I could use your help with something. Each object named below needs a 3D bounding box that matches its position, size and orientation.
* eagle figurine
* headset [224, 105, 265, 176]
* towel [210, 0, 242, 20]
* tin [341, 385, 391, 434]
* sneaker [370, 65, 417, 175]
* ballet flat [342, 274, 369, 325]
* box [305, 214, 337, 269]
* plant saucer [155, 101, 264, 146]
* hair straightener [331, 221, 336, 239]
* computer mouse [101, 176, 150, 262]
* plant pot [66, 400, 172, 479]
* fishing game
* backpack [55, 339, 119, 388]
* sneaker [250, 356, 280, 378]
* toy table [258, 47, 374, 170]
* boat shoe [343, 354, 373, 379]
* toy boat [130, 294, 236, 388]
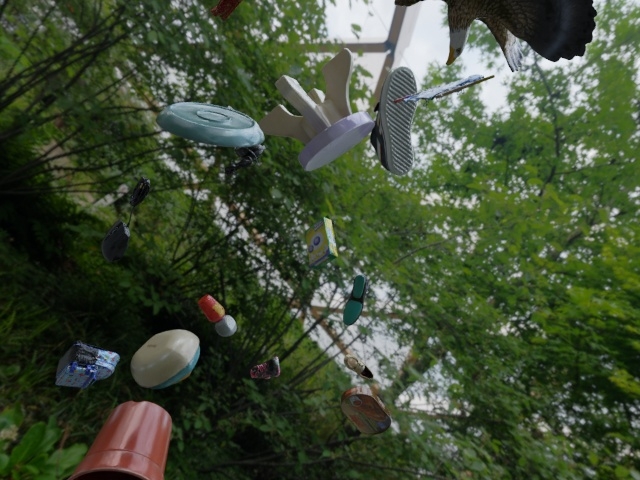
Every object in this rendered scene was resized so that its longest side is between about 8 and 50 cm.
[{"bbox_3d":[0.288,-0.413,0.739,0.299,0.226,0.225,8,-28,-6],"label":"eagle figurine"},{"bbox_3d":[-0.370,-0.433,1.890,0.243,0.185,0.394,53,8,-44],"label":"headset"},{"bbox_3d":[-0.087,-0.510,0.736,0.031,0.274,0.199,37,0,-28],"label":"towel"},{"bbox_3d":[0.131,0.496,1.236,0.189,0.106,0.040,56,11,-26],"label":"tin"},{"bbox_3d":[0.217,-0.370,1.319,0.127,0.126,0.320,-138,-139,-57],"label":"sneaker"},{"bbox_3d":[0.142,0.231,1.628,0.074,0.203,0.074,17,-10,3],"label":"ballet flat"},{"bbox_3d":[0.000,0.000,1.484,0.043,0.105,0.179,24,44,-36],"label":"box"},{"bbox_3d":[-0.322,-0.355,1.270,0.318,0.318,0.043,40,-54,38],"label":"plant saucer"},{"bbox_3d":[0.030,0.012,1.860,0.089,0.047,0.230,37,-52,15],"label":"hair straightener"},{"bbox_3d":[-0.453,-0.046,0.974,0.041,0.242,0.071,12,29,-43],"label":"computer mouse"},{"bbox_3d":[-0.575,0.649,1.269,0.272,0.273,0.265,56,11,-25],"label":"plant pot"},{"bbox_3d":[0.290,-0.348,1.003,0.264,0.189,0.041,-137,-154,-70],"label":"fishing game"},{"bbox_3d":[-0.805,0.443,1.483,0.173,0.158,0.116,27,36,-37],"label":"backpack"},{"bbox_3d":[-0.142,0.326,1.071,0.119,0.057,0.047,-47,-135,49],"label":"sneaker"},{"bbox_3d":[0.002,-0.266,0.916,0.160,0.252,0.274,55,9,0],"label":"toy table"},{"bbox_3d":[0.136,0.441,1.477,0.135,0.050,0.045,41,-24,-27],"label":"boat shoe"},{"bbox_3d":[-0.390,0.312,1.250,0.268,0.318,0.148,-10,-60,52],"label":"toy boat"}]
